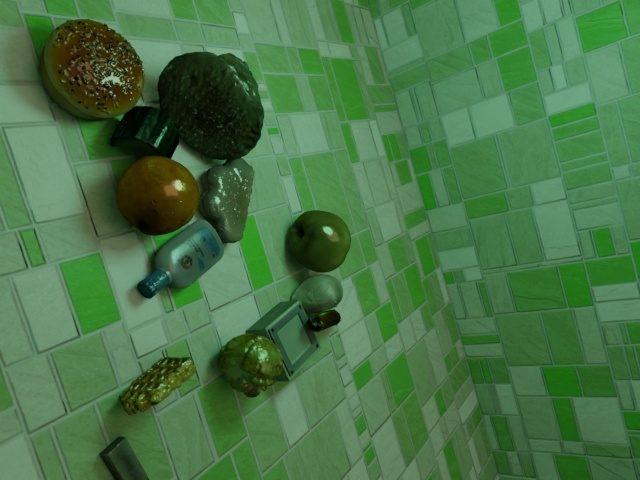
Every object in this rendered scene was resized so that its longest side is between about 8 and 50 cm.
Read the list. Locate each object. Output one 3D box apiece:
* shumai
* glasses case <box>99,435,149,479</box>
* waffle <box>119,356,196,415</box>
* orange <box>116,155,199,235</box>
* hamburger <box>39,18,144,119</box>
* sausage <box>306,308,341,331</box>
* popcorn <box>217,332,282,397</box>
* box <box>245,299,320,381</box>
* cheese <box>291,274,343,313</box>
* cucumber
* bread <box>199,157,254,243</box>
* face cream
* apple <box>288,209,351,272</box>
[{"bbox_3d":[-0.359,-0.517,1.796,0.397,0.324,0.323,55,28,-32],"label":"shumai"},{"bbox_3d":[-0.533,0.655,1.409,0.071,0.047,0.205,-39,110,-51],"label":"glasses case"},{"bbox_3d":[-0.479,0.420,1.452,0.211,0.160,0.055,-41,113,-50],"label":"waffle"},{"bbox_3d":[-0.491,-0.133,1.530,0.246,0.246,0.246,19,65,-48],"label":"orange"},{"bbox_3d":[-0.662,-0.500,1.475,0.300,0.176,0.300,16,69,-49],"label":"hamburger"},{"bbox_3d":[0.010,0.328,2.048,0.371,0.082,0.082,21,61,-76],"label":"sausage"},{"bbox_3d":[-0.236,0.413,1.715,0.204,0.221,0.184,-22,121,-53],"label":"popcorn"},{"bbox_3d":[-0.136,0.381,1.933,0.225,0.117,0.225,-37,109,-50],"label":"box"},{"bbox_3d":[-0.002,0.219,2.099,0.189,0.198,0.154,2,74,-60],"label":"cheese"},{"bbox_3d":[-0.538,-0.319,1.582,0.191,0.191,0.130,40,56,-38],"label":"cucumber"},{"bbox_3d":[-0.351,-0.160,1.836,0.183,0.102,0.337,23,64,-42],"label":"bread"},{"bbox_3d":[-0.457,0.070,1.646,0.337,0.080,0.163,-46,117,-48],"label":"face cream"},{"bbox_3d":[0.000,0.000,2.114,0.262,0.262,0.262,19,65,-48],"label":"apple"}]
